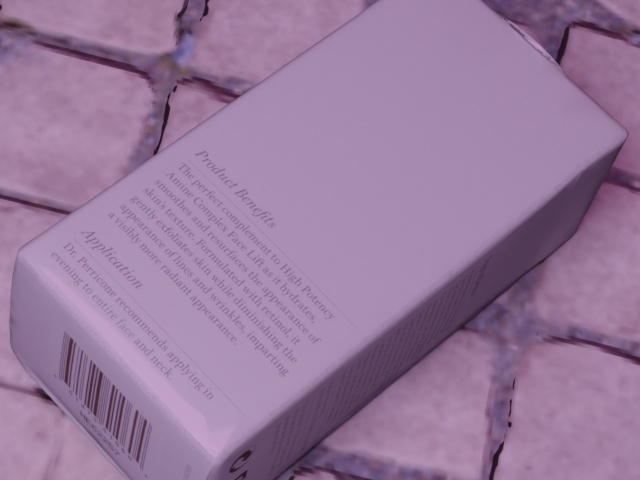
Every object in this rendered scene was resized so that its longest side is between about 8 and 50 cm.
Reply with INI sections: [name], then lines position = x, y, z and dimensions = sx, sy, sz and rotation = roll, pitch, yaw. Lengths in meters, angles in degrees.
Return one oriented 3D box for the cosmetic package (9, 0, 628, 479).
[cosmetic package]
position = 0.000, 0.000, 0.784
dimensions = 0.231, 0.085, 0.117
rotation = -35, 71, -27
